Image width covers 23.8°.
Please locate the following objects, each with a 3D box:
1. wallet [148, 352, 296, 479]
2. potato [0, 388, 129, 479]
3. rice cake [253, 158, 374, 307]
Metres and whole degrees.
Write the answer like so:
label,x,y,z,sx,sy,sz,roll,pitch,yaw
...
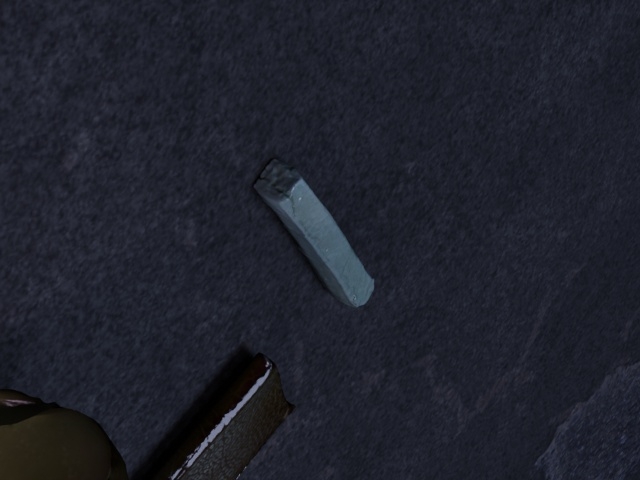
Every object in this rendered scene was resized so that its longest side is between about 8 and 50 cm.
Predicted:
label,x,y,z,sx,sy,sz,roll,pitch,yaw
wallet,-0.120,0.223,1.463,0.243,0.039,0.133,-51,157,-14
potato,-0.265,0.262,1.109,0.285,0.242,0.242,-50,151,-28
rice cake,0.000,0.000,1.420,0.042,0.045,0.245,-52,151,-11
